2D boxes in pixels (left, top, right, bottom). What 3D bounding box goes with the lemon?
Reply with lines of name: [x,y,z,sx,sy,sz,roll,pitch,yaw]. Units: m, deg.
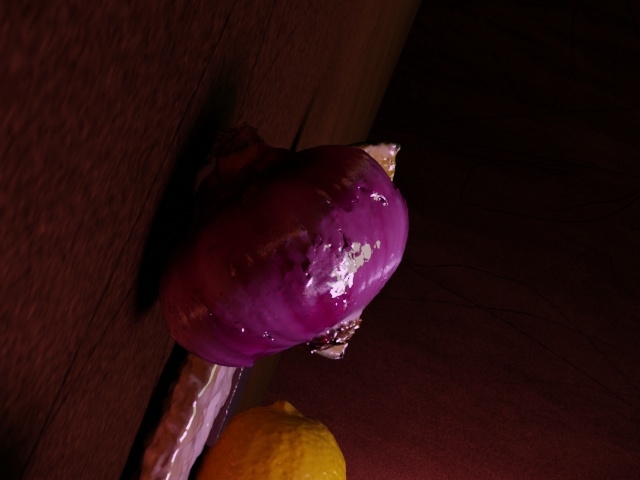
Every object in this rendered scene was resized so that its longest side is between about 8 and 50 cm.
lemon: [-0.059,0.278,1.091,0.180,0.180,0.193,108,-17,-63]

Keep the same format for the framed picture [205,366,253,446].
framed picture: [-0.071,0.098,0.953,0.128,0.023,0.169,-55,166,-80]

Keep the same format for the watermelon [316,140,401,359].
watermelon: [-0.005,-0.002,0.820,0.075,0.092,0.182,-136,-122,-77]

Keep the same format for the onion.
onion: [-0.019,0.000,0.425,0.115,0.104,0.115,-26,-171,5]

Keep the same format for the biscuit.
biscuit: [-0.072,0.084,0.627,0.133,0.032,0.250,109,3,-51]
